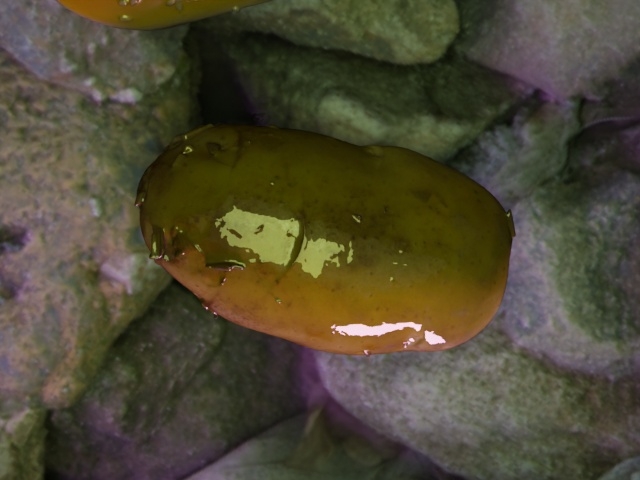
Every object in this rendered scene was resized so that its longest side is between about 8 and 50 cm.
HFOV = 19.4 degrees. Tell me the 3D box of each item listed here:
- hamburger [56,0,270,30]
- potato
[{"bbox_3d":[-0.104,-0.283,1.445,0.295,0.151,0.227,-18,101,3],"label":"hamburger"},{"bbox_3d":[0.000,0.000,1.488,0.300,0.140,0.173,12,92,-6],"label":"potato"}]
